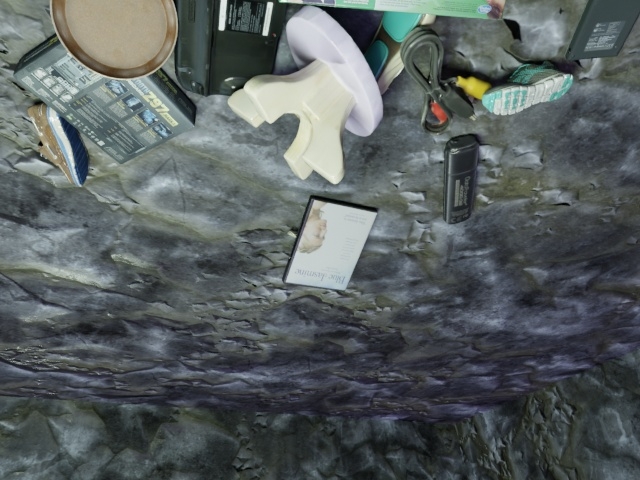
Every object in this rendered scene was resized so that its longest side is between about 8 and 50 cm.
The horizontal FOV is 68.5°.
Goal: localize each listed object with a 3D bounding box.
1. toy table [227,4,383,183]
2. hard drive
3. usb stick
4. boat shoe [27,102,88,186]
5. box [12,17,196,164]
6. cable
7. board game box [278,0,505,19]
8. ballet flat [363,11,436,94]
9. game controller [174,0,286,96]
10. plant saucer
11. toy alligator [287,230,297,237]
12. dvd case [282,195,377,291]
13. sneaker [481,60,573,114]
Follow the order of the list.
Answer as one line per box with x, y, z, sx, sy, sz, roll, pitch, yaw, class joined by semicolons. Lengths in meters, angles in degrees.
-0.015;-0.214;0.762;0.161;0.252;0.274;-48;144;-6;toy table
0.492;-0.377;0.804;0.094;0.022;0.135;-5;145;-1;hard drive
0.325;-0.133;1.101;0.077;0.045;0.278;-16;144;2;usb stick
-0.498;-0.183;0.898;0.066;0.066;0.183;2;134;-4;boat shoe
-0.360;-0.254;0.815;0.183;0.059;0.233;-21;141;20;box
0.200;-0.276;0.832;0.139;0.072;0.287;-28;149;33;cable
0.108;-0.414;0.608;0.317;0.046;0.214;1;119;-9;board game box
0.131;-0.332;0.779;0.086;0.086;0.248;13;142;-25;ballet flat
-0.137;-0.355;0.722;0.166;0.067;0.319;-8;148;-23;game controller
-0.295;-0.322;0.682;0.168;0.029;0.169;-7;114;-15;plant saucer
0.000;0.000;1.238;0.189;0.056;0.051;29;88;-30;toy alligator
0.021;0.016;1.197;0.180;0.022;0.253;9;118;-21;dvd case
0.369;-0.284;0.864;0.166;0.076;0.065;-15;147;-6;sneaker
